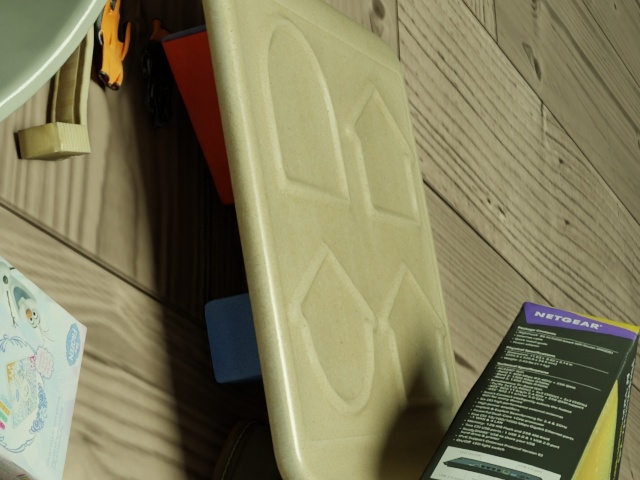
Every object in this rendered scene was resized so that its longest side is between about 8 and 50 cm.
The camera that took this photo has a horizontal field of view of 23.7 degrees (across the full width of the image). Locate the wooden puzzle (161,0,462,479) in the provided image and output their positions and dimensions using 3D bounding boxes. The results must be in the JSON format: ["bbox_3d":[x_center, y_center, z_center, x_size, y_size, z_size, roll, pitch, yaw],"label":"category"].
[{"bbox_3d":[0.000,0.000,0.956,0.322,0.081,0.347,14,60,-68],"label":"wooden puzzle"}]

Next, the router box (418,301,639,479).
[{"bbox_3d":[0.114,0.229,0.928,0.243,0.081,0.308,-50,147,-54],"label":"router box"}]

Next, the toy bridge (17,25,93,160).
[{"bbox_3d":[-0.144,-0.134,0.787,0.063,0.026,0.188,-1,78,-68],"label":"toy bridge"}]

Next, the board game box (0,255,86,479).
[{"bbox_3d":[-0.144,0.058,0.695,0.090,0.020,0.090,48,37,-46],"label":"board game box"}]

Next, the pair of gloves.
[{"bbox_3d":[-0.107,-0.107,0.873,0.083,0.010,0.074,45,38,-53],"label":"pair of gloves"}]

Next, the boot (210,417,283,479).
[{"bbox_3d":[-0.004,0.194,0.821,0.082,0.106,0.219,40,43,-51],"label":"boot"}]

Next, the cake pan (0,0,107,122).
[{"bbox_3d":[-0.176,-0.167,0.559,0.293,0.054,0.293,-28,128,-44],"label":"cake pan"}]
